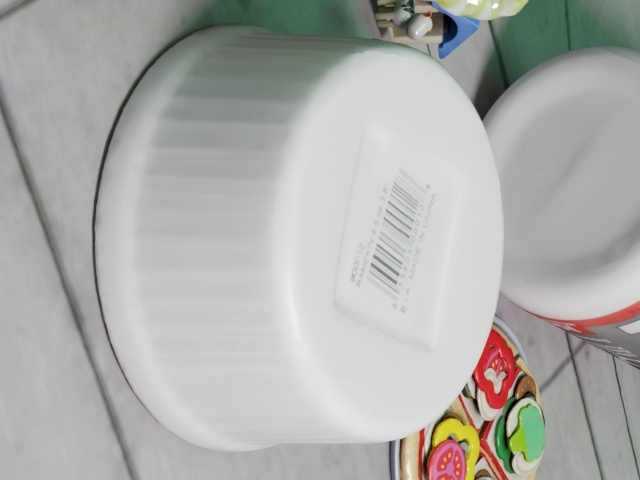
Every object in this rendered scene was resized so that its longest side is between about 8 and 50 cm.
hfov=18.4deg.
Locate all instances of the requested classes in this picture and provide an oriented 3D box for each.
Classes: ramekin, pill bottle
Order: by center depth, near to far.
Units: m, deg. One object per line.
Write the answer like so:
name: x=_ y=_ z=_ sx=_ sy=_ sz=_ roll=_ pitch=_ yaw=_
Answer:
ramekin: x=0.000 y=0.000 z=1.242 sx=0.277 sy=0.135 sz=0.277 roll=-4 pitch=95 yaw=-53
pill bottle: x=0.284 y=0.002 z=1.558 sx=0.363 sy=0.210 sz=0.210 roll=27 pitch=70 yaw=-50

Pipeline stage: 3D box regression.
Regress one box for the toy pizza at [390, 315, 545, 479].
toy pizza: x=0.120 y=0.154 z=1.493 sx=0.201 sy=0.032 sz=0.201 roll=-3 pitch=93 yaw=-53

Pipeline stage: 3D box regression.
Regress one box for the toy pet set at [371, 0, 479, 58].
toy pet set: x=0.078 y=-0.130 z=1.374 sx=0.122 sy=0.065 sz=0.114 roll=78 pitch=15 yaw=-50

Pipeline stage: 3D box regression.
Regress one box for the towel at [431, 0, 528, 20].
towel: x=-0.043 y=-0.310 z=1.090 sx=0.374 sy=0.090 sz=0.320 roll=22 pitch=48 yaw=-41
